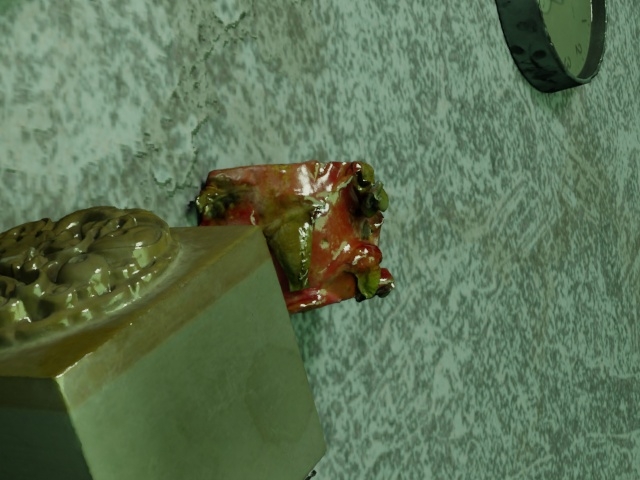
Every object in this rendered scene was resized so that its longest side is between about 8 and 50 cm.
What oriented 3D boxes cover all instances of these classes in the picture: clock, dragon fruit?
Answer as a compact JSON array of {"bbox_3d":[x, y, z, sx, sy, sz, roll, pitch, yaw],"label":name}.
[{"bbox_3d":[0.234,-0.257,1.217,0.215,0.042,0.215,14,74,-56],"label":"clock"},{"bbox_3d":[0.000,0.000,0.764,0.147,0.096,0.102,-12,99,-56],"label":"dragon fruit"}]

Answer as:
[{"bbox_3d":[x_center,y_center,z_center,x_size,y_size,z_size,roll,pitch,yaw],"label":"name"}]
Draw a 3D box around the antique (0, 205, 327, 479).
[{"bbox_3d":[-0.106,0.070,0.536,0.146,0.151,0.148,-41,123,-50],"label":"antique"}]
